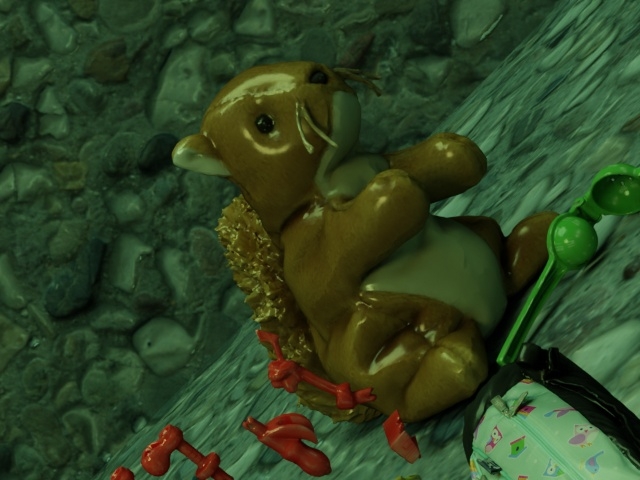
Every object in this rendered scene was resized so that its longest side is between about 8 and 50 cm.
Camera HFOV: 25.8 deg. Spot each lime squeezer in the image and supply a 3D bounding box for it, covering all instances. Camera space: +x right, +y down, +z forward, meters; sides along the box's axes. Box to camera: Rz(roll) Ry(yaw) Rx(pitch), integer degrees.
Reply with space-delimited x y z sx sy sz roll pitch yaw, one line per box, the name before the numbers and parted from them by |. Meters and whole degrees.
lime squeezer | 0.272 -0.007 1.334 0.310 0.059 0.110 -45 40 10

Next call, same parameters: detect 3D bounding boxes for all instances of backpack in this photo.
backpack | 0.159 0.154 0.777 0.115 0.152 0.182 -51 19 5

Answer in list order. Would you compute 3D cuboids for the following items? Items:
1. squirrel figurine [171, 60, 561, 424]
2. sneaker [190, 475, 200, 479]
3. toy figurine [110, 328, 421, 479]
squirrel figurine | 0.000 0.000 1.492 0.281 0.370 0.397 -51 7 -37
sneaker | -0.150 0.347 1.618 0.092 0.087 0.228 -47 5 12
toy figurine | -0.077 0.265 0.975 0.362 0.191 0.217 -45 16 7
